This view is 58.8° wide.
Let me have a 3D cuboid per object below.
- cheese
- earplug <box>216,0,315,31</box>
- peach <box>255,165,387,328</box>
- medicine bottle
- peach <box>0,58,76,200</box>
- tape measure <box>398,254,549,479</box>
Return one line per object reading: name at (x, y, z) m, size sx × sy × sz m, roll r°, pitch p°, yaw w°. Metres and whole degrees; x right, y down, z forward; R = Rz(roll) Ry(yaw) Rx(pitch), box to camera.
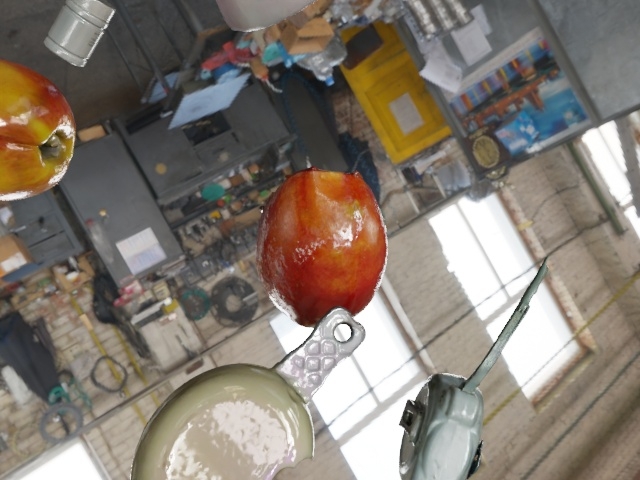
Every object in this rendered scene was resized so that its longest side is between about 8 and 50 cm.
cheese at (-0.060, 0.184, 0.601) m, size 0.286 × 0.163 × 0.082 m, roll -41°, pitch -177°, yaw -12°
earplug at (-0.094, -0.331, 0.415) m, size 0.172 × 0.301 × 0.172 m, roll -22°, pitch -135°, yaw 23°
peach at (0.000, 0.000, 1.115) m, size 0.281 × 0.338 × 0.281 m, roll -1°, pitch -153°, yaw 0°
medicine bottle at (-0.323, -0.288, 0.764) m, size 0.091 × 0.058 × 0.058 m, roll -53°, pitch 176°, yaw 13°
peach at (-0.568, -0.192, 0.970) m, size 0.281 × 0.238 × 0.281 m, roll 16°, pitch -175°, yaw -1°
tape measure at (0.173, 0.160, 0.693) m, size 0.164 × 0.084 × 0.330 m, roll 138°, pitch -27°, yaw -83°
